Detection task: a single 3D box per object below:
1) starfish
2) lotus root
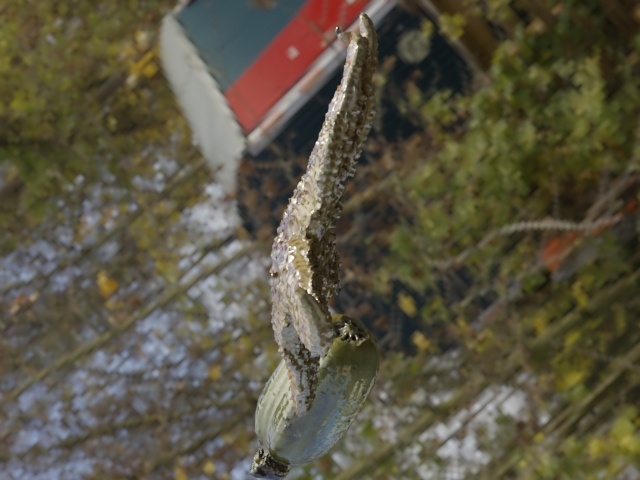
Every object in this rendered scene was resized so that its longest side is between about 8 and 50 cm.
[{"bbox_3d":[-0.004,0.000,1.081,0.302,0.060,0.299,98,180,-50],"label":"starfish"},{"bbox_3d":[-0.008,0.152,1.366,0.077,0.183,0.090,16,-157,-38],"label":"lotus root"}]
